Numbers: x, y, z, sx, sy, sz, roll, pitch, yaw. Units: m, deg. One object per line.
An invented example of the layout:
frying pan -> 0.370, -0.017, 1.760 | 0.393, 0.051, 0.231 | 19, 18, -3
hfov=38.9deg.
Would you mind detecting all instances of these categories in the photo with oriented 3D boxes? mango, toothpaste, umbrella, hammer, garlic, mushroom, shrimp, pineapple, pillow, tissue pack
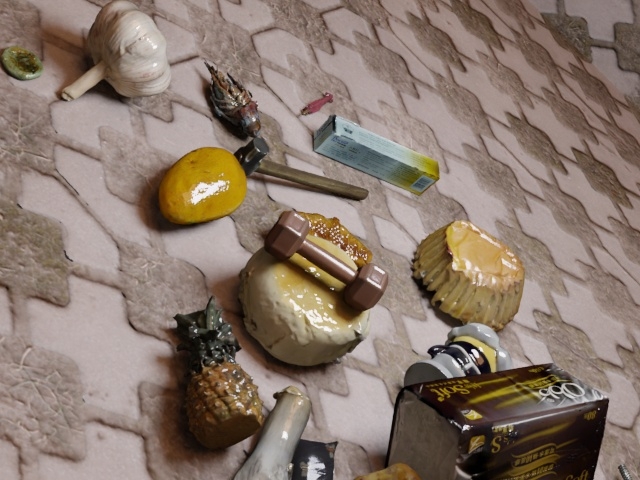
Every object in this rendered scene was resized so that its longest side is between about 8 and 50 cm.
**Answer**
mango -> -0.225, -0.099, 1.732 | 0.147, 0.109, 0.227 | 42, 39, -4
toothpaste -> 0.135, -0.199, 2.148 | 0.313, 0.089, 0.071 | 20, 51, -26
umbrella -> -0.008, -0.329, 2.197 | 0.027, 0.025, 0.165 | 29, 34, 14
hammer -> -0.035, -0.137, 1.953 | 0.366, 0.111, 0.043 | 13, 49, -41
garlic -> -0.422, -0.352, 1.784 | 0.226, 0.199, 0.199 | -35, 79, -22
mushroom -> -0.079, 0.348, 1.450 | 0.099, 0.096, 0.278 | 11, 37, 10
shrimp -> -0.201, -0.315, 1.985 | 0.090, 0.079, 0.232 | -32, 71, -12
pineapple -> -0.176, 0.212, 1.484 | 0.128, 0.128, 0.248 | 9, 44, -35
pillow -> -0.018, 0.391, 1.498 | 0.090, 0.048, 0.150 | 23, 43, -20
tissue pack -> 0.323, 0.357, 1.634 | 0.370, 0.209, 0.198 | -4, 17, -31

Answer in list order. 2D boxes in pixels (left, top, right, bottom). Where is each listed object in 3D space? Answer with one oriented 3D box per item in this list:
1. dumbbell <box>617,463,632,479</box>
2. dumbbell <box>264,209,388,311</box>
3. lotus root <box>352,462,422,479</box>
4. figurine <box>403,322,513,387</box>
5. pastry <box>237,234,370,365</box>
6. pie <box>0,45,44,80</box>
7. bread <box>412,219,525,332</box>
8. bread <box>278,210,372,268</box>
dumbbell -> 0.675, 0.578, 1.872 | 0.110, 0.110, 0.254 | 15, 40, -29
dumbbell -> 0.012, 0.038, 1.617 | 0.231, 0.082, 0.092 | 34, 45, -6
lotus root -> 0.126, 0.513, 1.424 | 0.193, 0.193, 0.290 | 15, 43, -30
figurine -> 0.289, 0.267, 1.809 | 0.236, 0.133, 0.176 | -24, 81, -47
pastry -> -0.029, 0.112, 1.681 | 0.265, 0.133, 0.264 | 22, 43, -22
pie -> -0.574, -0.341, 1.738 | 0.085, 0.017, 0.085 | 23, 42, -23
bread -> 0.346, 0.073, 2.026 | 0.274, 0.149, 0.274 | 17, 49, -21
bread -> 0.000, 0.000, 1.857 | 0.233, 0.076, 0.104 | 26, 53, -29
